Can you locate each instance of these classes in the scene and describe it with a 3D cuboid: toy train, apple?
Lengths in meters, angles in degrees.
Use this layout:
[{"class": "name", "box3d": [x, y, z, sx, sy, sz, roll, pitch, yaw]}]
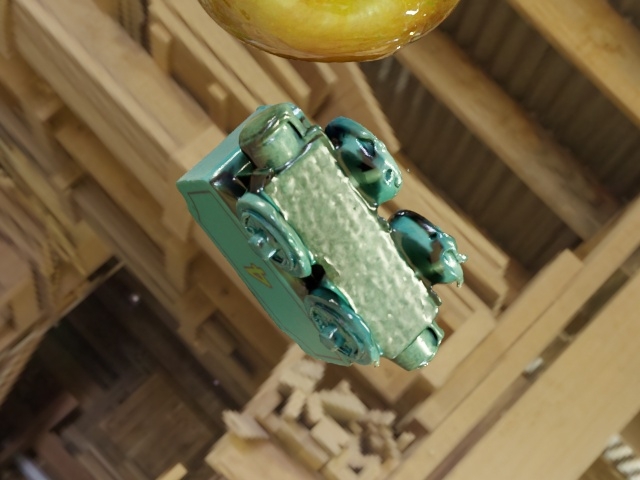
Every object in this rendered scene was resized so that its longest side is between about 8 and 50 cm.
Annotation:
[{"class": "toy train", "box3d": [0.000, 0.000, 0.759, 0.198, 0.107, 0.154, 54, -21, -21]}, {"class": "apple", "box3d": [0.002, -0.114, 0.434, 0.114, 0.099, 0.102, 27, 23, -13]}]
